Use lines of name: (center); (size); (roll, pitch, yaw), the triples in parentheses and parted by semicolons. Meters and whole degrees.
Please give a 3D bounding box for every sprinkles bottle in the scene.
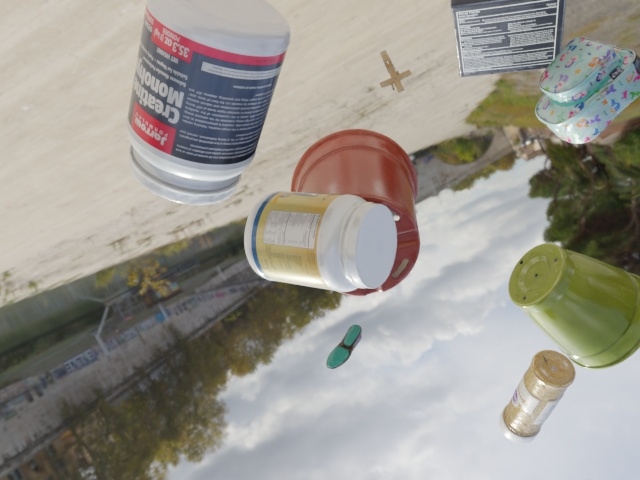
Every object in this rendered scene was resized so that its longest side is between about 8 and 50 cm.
sprinkles bottle: (0.628, 0.464, 1.700); (0.121, 0.121, 0.356); (-29, 144, -28)

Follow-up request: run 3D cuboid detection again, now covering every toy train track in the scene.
toy train track: (0.107, -0.250, 0.866); (0.048, 0.083, 0.014); (-22, 152, 8)

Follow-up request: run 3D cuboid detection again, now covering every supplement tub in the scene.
supplement tub: (0.000, 0.000, 0.880); (0.199, 0.145, 0.144); (6, -158, 34)
supplement tub: (-0.166, -0.207, 0.821); (0.191, 0.191, 0.272); (-30, 150, -50)

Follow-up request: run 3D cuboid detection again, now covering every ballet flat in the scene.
ballet flat: (0.054, 0.232, 1.232); (0.114, 0.041, 0.041); (-51, -169, -22)

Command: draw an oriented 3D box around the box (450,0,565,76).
box: (0.536, -0.644, 1.657); (0.296, 0.183, 0.294); (-1, 156, 18)

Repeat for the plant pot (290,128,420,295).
plant pot: (0.074, -0.045, 1.120); (0.272, 0.272, 0.265); (-28, -156, 13)

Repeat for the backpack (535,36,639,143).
backpack: (0.685, -0.388, 1.504); (0.254, 0.191, 0.225); (-55, -156, 19)

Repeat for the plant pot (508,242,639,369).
plant pot: (0.839, 0.191, 1.943); (0.366, 0.352, 0.367); (-51, -160, 27)
